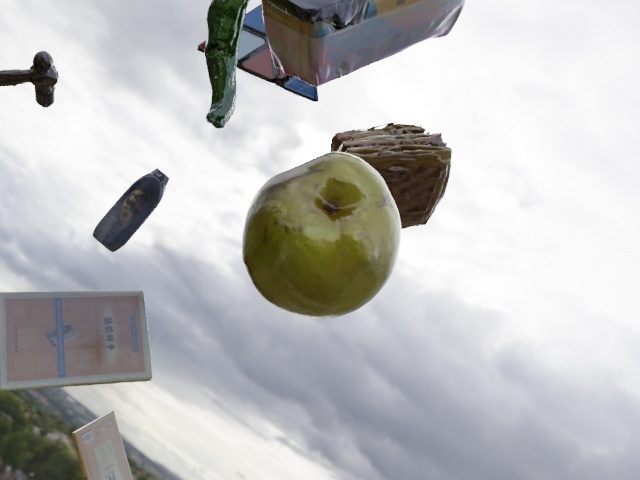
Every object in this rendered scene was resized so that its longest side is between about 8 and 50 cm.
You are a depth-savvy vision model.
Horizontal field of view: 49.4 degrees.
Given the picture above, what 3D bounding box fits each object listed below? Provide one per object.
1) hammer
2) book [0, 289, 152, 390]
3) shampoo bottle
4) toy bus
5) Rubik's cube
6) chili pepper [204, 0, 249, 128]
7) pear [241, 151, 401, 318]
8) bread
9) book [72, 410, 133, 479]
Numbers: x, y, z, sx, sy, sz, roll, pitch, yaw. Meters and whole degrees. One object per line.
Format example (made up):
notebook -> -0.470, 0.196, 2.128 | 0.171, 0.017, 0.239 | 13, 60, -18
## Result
hammer -> -0.326, -0.137, 0.619 | 0.065, 0.178, 0.021 | 115, -39, -59
book -> -0.412, 0.163, 1.174 | 0.241, 0.170, 0.018 | 1, -27, -28
shampoo bottle -> -0.467, -0.080, 1.741 | 0.087, 0.234, 0.049 | 40, -3, 3
toy bus -> 0.085, -0.404, 1.187 | 0.171, 0.386, 0.162 | 45, -29, 33
Rubik's cube -> -0.141, -0.376, 1.476 | 0.284, 0.234, 0.250 | 118, -37, -47
chili pepper -> -0.120, -0.232, 0.865 | 0.050, 0.182, 0.073 | 2, 11, -23
pear -> 0.000, 0.000, 0.826 | 0.200, 0.200, 0.200 | 31, -22, 14
bread -> 0.143, -0.149, 1.619 | 0.277, 0.167, 0.325 | -3, -29, -8
book -> -0.423, 0.436, 1.366 | 0.012, 0.118, 0.172 | -13, -88, 23
